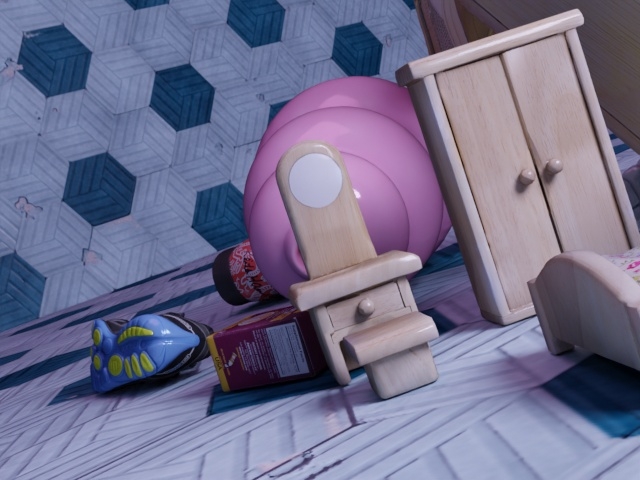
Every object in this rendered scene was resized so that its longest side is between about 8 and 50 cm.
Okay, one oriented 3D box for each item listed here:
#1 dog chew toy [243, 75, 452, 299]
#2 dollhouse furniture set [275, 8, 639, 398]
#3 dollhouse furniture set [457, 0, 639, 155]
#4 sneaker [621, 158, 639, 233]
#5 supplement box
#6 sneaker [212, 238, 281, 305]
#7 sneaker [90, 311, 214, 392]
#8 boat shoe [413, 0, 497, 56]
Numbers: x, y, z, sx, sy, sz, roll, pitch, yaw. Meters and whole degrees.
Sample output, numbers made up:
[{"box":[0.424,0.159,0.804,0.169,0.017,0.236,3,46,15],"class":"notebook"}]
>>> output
[{"box":[0.024,-0.035,0.895,0.206,0.207,0.332,-18,12,13],"class":"dog chew toy"},{"box":[0.135,-0.035,0.474,0.303,0.174,0.355,-20,4,-6],"class":"dollhouse furniture set"},{"box":[0.322,-0.252,0.753,0.394,0.256,0.362,-29,-28,-27],"class":"dollhouse furniture set"},{"box":[0.207,-0.013,0.759,0.166,0.065,0.076,-17,-13,-18],"class":"sneaker"},{"box":[-0.028,0.072,0.685,0.083,0.043,0.055,-15,4,35],"class":"supplement box"},{"box":[0.000,0.001,1.193,0.145,0.090,0.270,-15,9,32],"class":"sneaker"},{"box":[-0.150,0.097,0.860,0.078,0.067,0.188,4,-11,-32],"class":"sneaker"},{"box":[0.164,-0.141,0.939,0.109,0.302,0.098,-41,39,-16],"class":"boat shoe"}]
